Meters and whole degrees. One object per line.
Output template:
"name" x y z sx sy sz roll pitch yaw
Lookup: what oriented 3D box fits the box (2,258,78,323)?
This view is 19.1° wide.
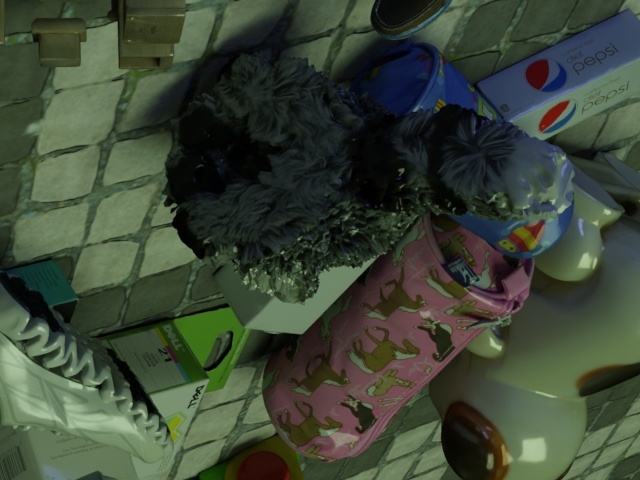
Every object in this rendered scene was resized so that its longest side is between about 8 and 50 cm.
"box" -0.370 0.095 1.899 0.244 0.060 0.100 -14 146 -34

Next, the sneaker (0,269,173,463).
"sneaker" -0.260 0.148 1.893 0.118 0.110 0.292 -45 128 2

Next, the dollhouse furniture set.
"dollhouse furniture set" -0.286 -0.242 1.470 0.356 0.173 0.303 -1 174 -6

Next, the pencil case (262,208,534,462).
"pencil case" 0.084 0.107 2.258 0.160 0.167 0.386 24 131 -23

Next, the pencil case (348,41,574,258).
"pencil case" 0.155 -0.097 2.030 0.119 0.133 0.306 -15 144 35

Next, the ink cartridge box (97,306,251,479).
"ink cartridge box" -0.174 0.181 2.210 0.255 0.097 0.188 -13 146 -33

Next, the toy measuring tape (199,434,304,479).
"toy measuring tape" -0.024 0.315 2.567 0.330 0.121 0.121 -22 150 -23

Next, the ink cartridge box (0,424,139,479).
"ink cartridge box" -0.272 0.324 2.002 0.119 0.353 0.207 -9 163 -39

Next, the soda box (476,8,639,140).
"soda box" 0.282 -0.179 2.173 0.216 0.069 0.074 -27 150 -16

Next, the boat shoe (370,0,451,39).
"boat shoe" 0.114 -0.273 1.839 0.183 0.066 0.066 -47 166 1

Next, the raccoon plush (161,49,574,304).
"raccoon plush" 0.049 -0.012 1.863 0.216 0.446 0.299 -66 154 -9

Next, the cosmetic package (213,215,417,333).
"cosmetic package" 0.000 0.000 2.133 0.231 0.085 0.117 -44 151 21

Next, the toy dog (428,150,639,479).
"toy dog" 0.299 0.128 2.351 0.408 0.395 0.284 -56 156 19
